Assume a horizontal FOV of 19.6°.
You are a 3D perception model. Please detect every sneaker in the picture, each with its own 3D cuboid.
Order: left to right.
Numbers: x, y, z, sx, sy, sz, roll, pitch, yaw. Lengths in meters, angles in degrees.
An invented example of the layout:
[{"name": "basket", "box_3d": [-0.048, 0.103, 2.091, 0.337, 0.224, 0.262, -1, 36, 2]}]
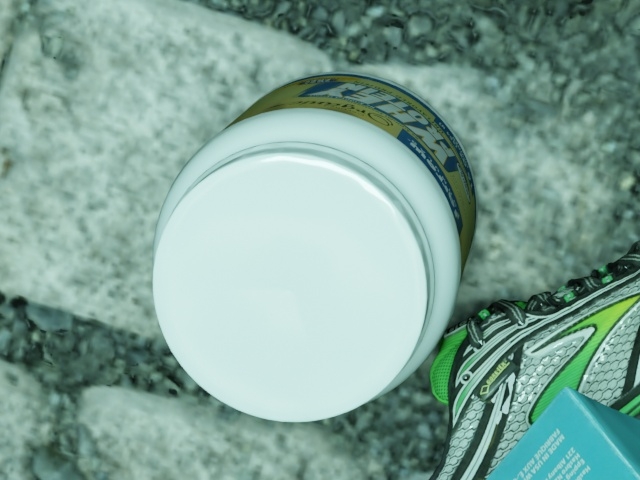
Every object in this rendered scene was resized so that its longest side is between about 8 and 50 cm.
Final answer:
[{"name": "sneaker", "box_3d": [0.137, 0.058, 0.932, 0.146, 0.134, 0.343, 37, 98, 14]}]

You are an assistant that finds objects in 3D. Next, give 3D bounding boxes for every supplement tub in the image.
[{"name": "supplement tub", "box_3d": [0.000, 0.000, 0.901, 0.144, 0.199, 0.144, 2, 103, 8]}]

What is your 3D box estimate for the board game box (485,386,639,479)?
[{"name": "board game box", "box_3d": [0.153, 0.225, 0.885, 0.336, 0.079, 0.253, 24, 111, -43]}]
